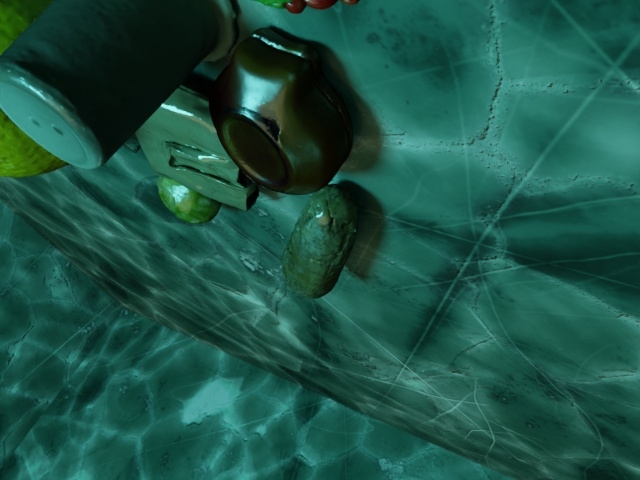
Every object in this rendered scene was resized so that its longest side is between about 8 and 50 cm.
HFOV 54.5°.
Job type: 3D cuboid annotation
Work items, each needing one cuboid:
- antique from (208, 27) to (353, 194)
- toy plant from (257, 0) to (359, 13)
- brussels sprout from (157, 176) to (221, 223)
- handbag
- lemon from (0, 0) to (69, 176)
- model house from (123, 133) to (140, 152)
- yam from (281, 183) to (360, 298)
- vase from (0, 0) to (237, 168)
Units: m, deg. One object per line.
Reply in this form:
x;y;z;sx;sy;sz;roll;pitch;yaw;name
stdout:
-0.064;-0.174;0.936;0.223;0.129;0.278;30;154;13;antique
-0.077;-0.323;0.726;0.240;0.088;0.154;25;175;-15;toy plant
-0.288;-0.103;1.367;0.155;0.118;0.155;22;163;7;brussels sprout
-0.234;-0.184;1.158;0.253;0.109;0.316;23;155;9;handbag
-0.522;-0.270;1.045;0.349;0.350;0.387;28;150;10;lemon
-0.392;-0.230;1.292;0.078;0.083;0.066;34;158;-5;model house
0.000;0.000;1.193;0.133;0.133;0.330;30;153;5;yam
-0.294;-0.263;0.856;0.244;0.291;0.245;28;155;15;vase
